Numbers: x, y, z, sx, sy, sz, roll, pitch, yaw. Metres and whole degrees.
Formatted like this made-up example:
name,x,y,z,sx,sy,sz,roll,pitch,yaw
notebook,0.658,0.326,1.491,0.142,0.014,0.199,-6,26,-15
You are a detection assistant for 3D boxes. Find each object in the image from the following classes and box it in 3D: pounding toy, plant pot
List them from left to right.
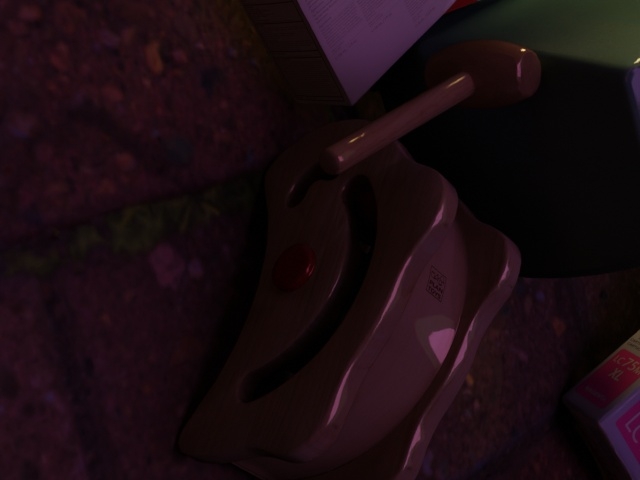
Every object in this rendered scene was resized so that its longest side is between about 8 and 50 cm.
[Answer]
name,x,y,z,sx,sy,sz,roll,pitch,yaw
pounding toy,0.000,0.000,0.598,0.155,0.154,0.270,38,75,-37
plant pot,0.168,-0.072,0.675,0.165,0.234,0.166,-23,105,-16

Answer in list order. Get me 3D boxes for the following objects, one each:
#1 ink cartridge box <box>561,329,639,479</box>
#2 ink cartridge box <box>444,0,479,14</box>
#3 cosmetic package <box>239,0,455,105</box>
name,x,y,z,sx,sy,sz,roll,pitch,yaw
ink cartridge box,0.366,0.107,0.921,0.311,0.065,0.186,-39,116,-11
ink cartridge box,0.096,-0.212,0.803,0.181,0.056,0.225,15,71,-45
cosmetic package,0.052,-0.197,0.700,0.239,0.060,0.099,-47,126,-26
